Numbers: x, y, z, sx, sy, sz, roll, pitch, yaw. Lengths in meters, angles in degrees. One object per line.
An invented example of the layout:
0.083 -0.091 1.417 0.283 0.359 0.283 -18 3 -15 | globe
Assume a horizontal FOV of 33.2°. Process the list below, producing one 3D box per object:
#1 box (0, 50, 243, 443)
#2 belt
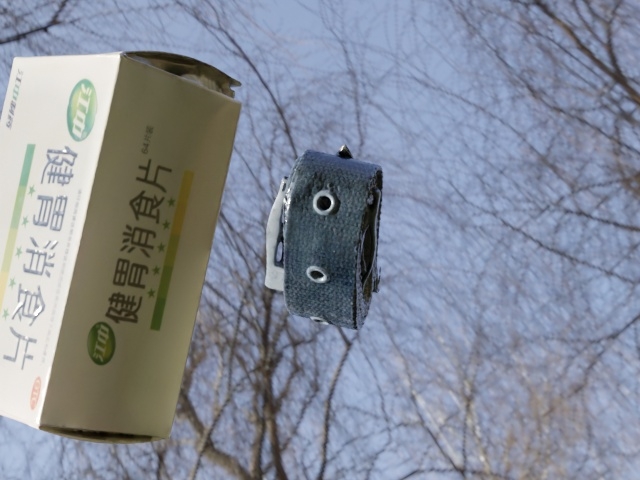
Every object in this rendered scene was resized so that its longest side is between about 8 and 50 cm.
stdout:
-0.201 -0.002 0.955 0.145 0.173 0.332 16 -96 -47 | box
0.001 0.000 1.213 0.129 0.122 0.218 14 -49 12 | belt
